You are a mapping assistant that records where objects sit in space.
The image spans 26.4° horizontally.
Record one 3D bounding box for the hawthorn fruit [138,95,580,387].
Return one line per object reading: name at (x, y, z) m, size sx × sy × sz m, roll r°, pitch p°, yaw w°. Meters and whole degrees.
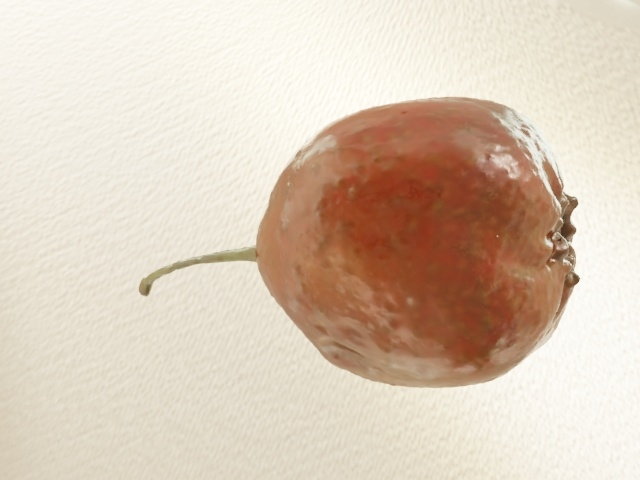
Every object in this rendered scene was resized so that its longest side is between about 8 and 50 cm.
hawthorn fruit at (0.000, 0.000, 0.749) m, size 0.285 × 0.165 × 0.165 m, roll 2°, pitch -74°, yaw 29°
